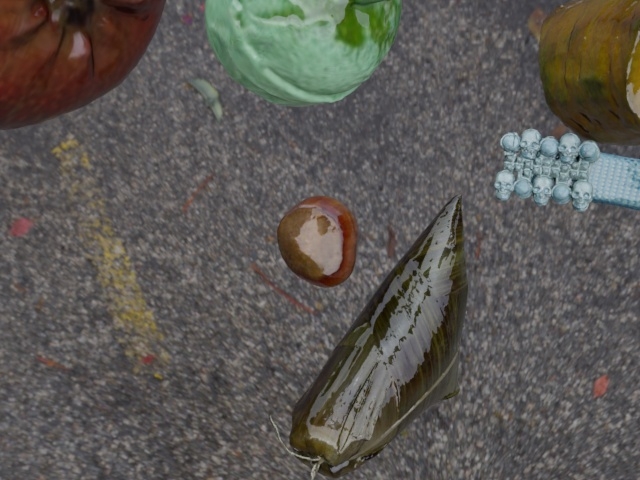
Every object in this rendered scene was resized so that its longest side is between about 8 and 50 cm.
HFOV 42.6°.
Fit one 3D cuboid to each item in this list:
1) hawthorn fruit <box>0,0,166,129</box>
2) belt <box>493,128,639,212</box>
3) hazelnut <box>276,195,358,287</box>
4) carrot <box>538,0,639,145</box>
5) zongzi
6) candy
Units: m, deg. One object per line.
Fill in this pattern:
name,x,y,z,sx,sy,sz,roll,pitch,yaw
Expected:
hawthorn fruit,-0.263,-0.227,0.649,0.300,0.275,0.275,15,68,46
belt,0.250,-0.052,0.700,0.179,0.100,0.065,11,95,31
hazelnut,0.000,0.000,0.766,0.086,0.086,0.086,-3,68,7
carrot,0.471,-0.262,1.239,0.242,0.341,0.241,-2,99,-12
zongzi,0.058,0.093,0.804,0.111,0.241,0.248,20,30,32
candy,0.074,-0.132,0.374,0.440,0.119,0.119,7,62,56
